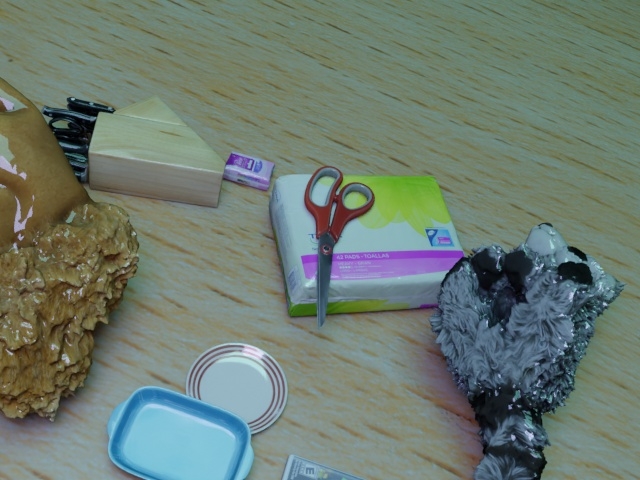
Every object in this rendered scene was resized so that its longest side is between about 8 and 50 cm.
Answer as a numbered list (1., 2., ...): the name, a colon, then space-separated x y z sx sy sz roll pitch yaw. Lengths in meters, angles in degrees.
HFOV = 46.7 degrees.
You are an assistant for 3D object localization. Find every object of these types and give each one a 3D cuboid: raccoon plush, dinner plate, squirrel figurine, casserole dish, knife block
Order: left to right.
1. squirrel figurine: -0.436 0.037 0.883 0.396 0.281 0.370 35 39 0
2. knife block: -0.324 -0.126 1.190 0.242 0.088 0.275 -33 67 -34
3. casserole dish: -0.178 0.259 0.943 0.188 0.037 0.114 19 61 1
4. dinner plate: -0.116 0.206 1.027 0.141 0.017 0.141 9 49 -10
5. raccoon plush: 0.305 0.189 1.103 0.216 0.447 0.299 15 -1 38

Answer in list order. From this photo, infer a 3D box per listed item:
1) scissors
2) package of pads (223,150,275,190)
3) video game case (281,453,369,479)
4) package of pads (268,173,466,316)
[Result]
1. scissors: 0.000 0.000 1.102 0.108 0.021 0.297 22 52 1
2. package of pads: -0.123 -0.121 1.281 0.083 0.032 0.050 16 47 -3
3. video game case: 0.017 0.380 0.921 0.173 0.022 0.191 19 49 -1
4. package of pads: 0.075 -0.002 1.197 0.296 0.101 0.229 -1 53 -18
